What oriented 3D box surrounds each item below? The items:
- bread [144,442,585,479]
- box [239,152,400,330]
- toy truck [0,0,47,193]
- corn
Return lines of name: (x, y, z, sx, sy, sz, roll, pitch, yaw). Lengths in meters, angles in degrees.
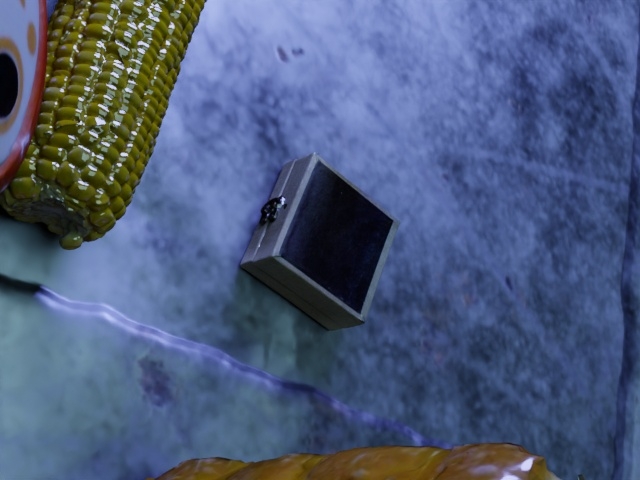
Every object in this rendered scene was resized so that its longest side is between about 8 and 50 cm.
bread: (-0.037, 0.234, 0.446, 0.279, 0.279, 0.207, -38, 104, -42)
box: (0.000, 0.000, 0.693, 0.083, 0.035, 0.079, 37, 58, -27)
toy truck: (-0.206, -0.103, 0.419, 0.265, 0.239, 0.189, 14, 71, -37)
corn: (-0.109, -0.108, 0.606, 0.080, 0.080, 0.238, 31, 64, -29)
